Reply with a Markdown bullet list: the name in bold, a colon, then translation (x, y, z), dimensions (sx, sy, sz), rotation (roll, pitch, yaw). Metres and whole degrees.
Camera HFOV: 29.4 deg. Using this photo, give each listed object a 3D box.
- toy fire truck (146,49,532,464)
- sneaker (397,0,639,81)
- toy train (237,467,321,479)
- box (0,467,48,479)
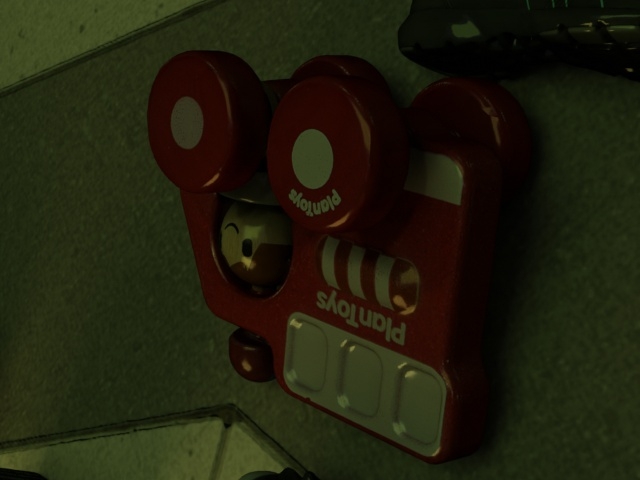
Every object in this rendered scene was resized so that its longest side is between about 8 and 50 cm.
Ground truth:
- **toy fire truck**: translation (0.000, 0.000, 0.873), dimensions (0.302, 0.169, 0.254), rotation (18, 107, 42)
- **sneaker**: translation (0.166, -0.167, 0.813), dimensions (0.267, 0.101, 0.106), rotation (8, 80, 40)
- **toy train**: translation (0.010, 0.294, 0.787), dimensions (0.190, 0.142, 0.334), rotation (-52, 48, 0)
- **box**: translation (-0.265, 0.252, 1.002), dimensions (0.158, 0.156, 0.093), rotation (20, 89, 41)
